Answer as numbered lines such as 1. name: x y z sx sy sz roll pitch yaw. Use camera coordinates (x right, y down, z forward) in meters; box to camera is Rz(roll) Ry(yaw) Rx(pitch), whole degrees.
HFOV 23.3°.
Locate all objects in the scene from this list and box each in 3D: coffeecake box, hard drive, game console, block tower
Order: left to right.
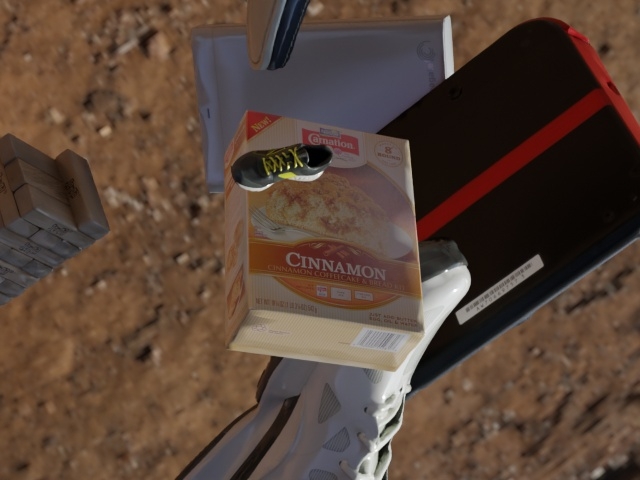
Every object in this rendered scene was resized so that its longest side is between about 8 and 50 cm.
1. block tower: -0.354 0.032 1.410 0.335 0.091 0.097 -33 147 16
2. coffeecake box: 0.000 0.000 1.225 0.142 0.185 0.068 9 145 -18
3. hard drive: 0.005 -0.157 1.822 0.040 0.308 0.203 -43 130 -65
4. game console: 0.157 -0.034 1.625 0.386 0.342 0.060 -38 133 18

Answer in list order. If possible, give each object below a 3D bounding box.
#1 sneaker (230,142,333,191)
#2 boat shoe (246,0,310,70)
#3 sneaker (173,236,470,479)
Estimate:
1. sneaker: -0.028 -0.059 1.153 0.083 0.031 0.035 -13 168 -33
2. boat shoe: -0.013 -0.282 1.482 0.079 0.095 0.254 8 96 -27
3. sneaker: 0.048 0.219 1.442 0.169 0.257 0.447 -11 145 -55
